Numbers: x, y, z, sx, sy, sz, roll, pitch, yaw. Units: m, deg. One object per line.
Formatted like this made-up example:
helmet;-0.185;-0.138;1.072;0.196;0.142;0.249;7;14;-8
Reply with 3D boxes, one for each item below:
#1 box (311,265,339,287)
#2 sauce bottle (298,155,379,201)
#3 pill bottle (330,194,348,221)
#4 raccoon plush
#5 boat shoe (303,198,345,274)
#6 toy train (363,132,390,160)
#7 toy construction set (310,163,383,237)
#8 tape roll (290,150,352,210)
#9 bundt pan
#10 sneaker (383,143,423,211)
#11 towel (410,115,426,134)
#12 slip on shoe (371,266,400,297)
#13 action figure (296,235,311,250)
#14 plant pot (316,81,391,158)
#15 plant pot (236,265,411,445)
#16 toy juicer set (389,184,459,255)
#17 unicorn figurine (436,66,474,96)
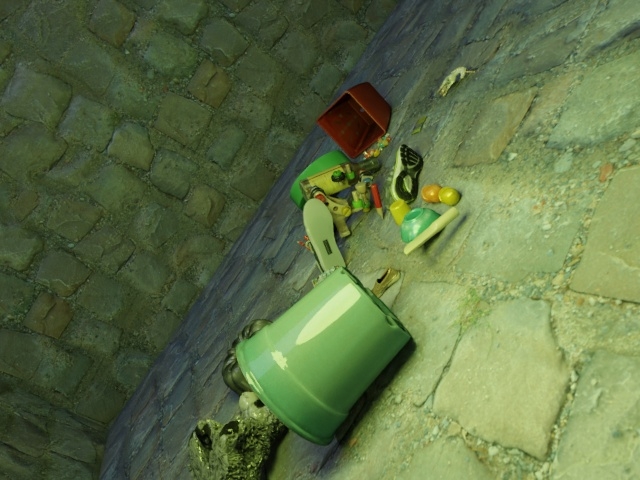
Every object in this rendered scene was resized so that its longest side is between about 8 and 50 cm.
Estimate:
box;0.032;0.158;1.749;0.137;0.027;0.094;-35;72;45
sauce bottle;0.083;-0.264;2.089;0.344;0.111;0.111;-22;17;-8
pill bottle;0.034;-0.142;2.177;0.130;0.130;0.245;-54;19;4
raccoon plush;-0.205;0.668;1.434;0.216;0.299;0.446;-12;77;43
boat shoe;0.004;-0.001;1.833;0.113;0.306;0.105;-24;1;-24
toy train;0.250;-0.429;2.265;0.166;0.046;0.125;-48;20;22
toy construction set;0.130;-0.123;1.900;0.257;0.237;0.309;-31;28;-23
tape roll;0.006;-0.273;2.280;0.321;0.077;0.321;-36;-15;-12
bundt pan;-0.276;0.449;1.947;0.331;0.124;0.331;-48;21;24
sneaker;0.281;-0.229;1.767;0.121;0.111;0.300;-40;21;47
towel;0.403;-0.470;2.020;0.060;0.009;0.083;-14;45;62
slip on shoe;0.181;0.132;1.492;0.135;0.041;0.051;-44;22;29
action figure;-0.040;-0.015;2.146;0.091;0.139;0.280;-55;21;4
plant pot;0.192;-0.617;2.435;0.267;0.267;0.236;-32;17;49
plant pot;0.025;0.266;1.255;0.334;0.341;0.341;-46;19;3
toy juicer set;0.323;-0.061;1.436;0.209;0.089;0.329;-31;22;13
unicorn figurine;0.512;-0.625;1.936;0.111;0.060;0.162;-55;19;3
